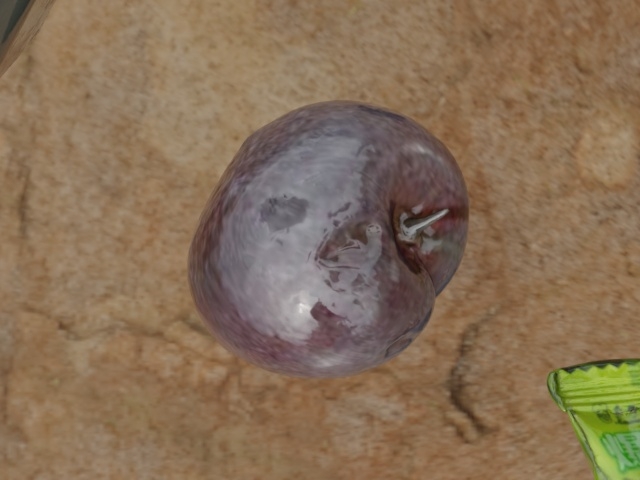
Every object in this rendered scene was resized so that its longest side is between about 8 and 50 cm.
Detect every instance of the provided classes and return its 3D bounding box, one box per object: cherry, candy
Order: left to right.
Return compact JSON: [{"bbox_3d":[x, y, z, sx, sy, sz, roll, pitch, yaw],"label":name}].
[{"bbox_3d":[0.000,-0.002,0.736,0.176,0.140,0.176,-29,30,19],"label":"cherry"},{"bbox_3d":[0.257,0.207,0.960,0.149,0.069,0.246,-2,80,-18],"label":"candy"}]

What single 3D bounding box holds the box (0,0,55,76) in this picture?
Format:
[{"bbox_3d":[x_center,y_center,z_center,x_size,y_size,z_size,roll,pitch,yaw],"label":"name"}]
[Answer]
[{"bbox_3d":[-0.208,-0.187,0.521,0.274,0.138,0.178,33,136,-5],"label":"box"}]
